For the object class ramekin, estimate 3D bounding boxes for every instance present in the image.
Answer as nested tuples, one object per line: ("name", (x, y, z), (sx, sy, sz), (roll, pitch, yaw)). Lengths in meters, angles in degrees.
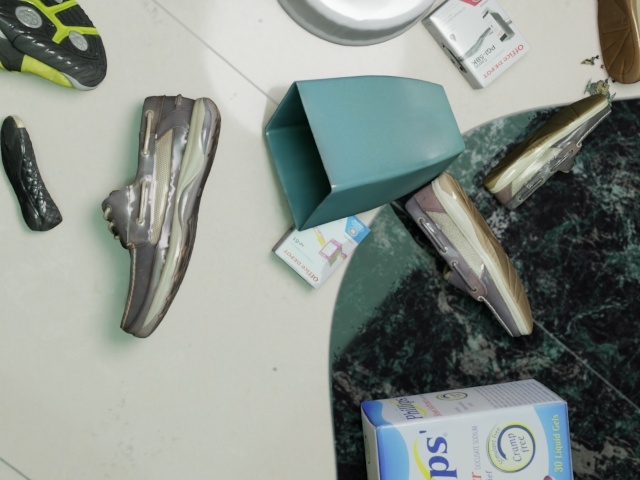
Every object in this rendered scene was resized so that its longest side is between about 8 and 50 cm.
("ramekin", (0.062, -0.419, 1.673), (0.277, 0.135, 0.277), (-1, 96, -8))

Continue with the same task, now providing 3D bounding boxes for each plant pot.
("plant pot", (0.070, -0.138, 1.675), (0.234, 0.165, 0.165), (-13, 75, -22))

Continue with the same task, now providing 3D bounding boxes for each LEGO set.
("LEGO set", (0.425, -0.241, 1.803), (0.054, 0.023, 0.083), (-3, 83, -10))

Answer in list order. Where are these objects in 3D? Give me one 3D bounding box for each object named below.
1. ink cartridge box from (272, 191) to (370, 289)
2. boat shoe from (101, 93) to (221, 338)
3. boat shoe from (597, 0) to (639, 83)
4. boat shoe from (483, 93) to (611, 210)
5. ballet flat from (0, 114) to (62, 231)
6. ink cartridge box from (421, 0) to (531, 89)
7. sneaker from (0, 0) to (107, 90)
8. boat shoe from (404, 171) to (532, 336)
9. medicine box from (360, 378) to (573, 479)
("ink cartridge box", (0.000, 0.000, 1.751), (0.088, 0.052, 0.122), (42, 90, -10))
("boat shoe", (-0.241, -0.040, 1.688), (0.130, 0.132, 0.355), (14, 85, 0))
("boat shoe", (0.482, -0.409, 1.750), (0.123, 0.123, 0.342), (-11, 98, -21))
("boat shoe", (0.350, -0.132, 1.777), (0.223, 0.080, 0.073), (-38, 105, 3))
("ballet flat", (-0.418, -0.096, 1.693), (0.049, 0.057, 0.173), (-24, 103, -46))
("ink cartridge box", (0.232, -0.306, 1.748), (0.099, 0.056, 0.135), (-41, 99, -3))
("sneaker", (-0.478, -0.307, 1.628), (0.385, 0.145, 0.147), (27, 129, -18))
("boat shoe", (0.225, 0.032, 1.768), (0.092, 0.103, 0.285), (-27, 111, 19))
("medicine box", (0.220, 0.368, 1.773), (0.289, 0.149, 0.263), (-7, 97, -8))
